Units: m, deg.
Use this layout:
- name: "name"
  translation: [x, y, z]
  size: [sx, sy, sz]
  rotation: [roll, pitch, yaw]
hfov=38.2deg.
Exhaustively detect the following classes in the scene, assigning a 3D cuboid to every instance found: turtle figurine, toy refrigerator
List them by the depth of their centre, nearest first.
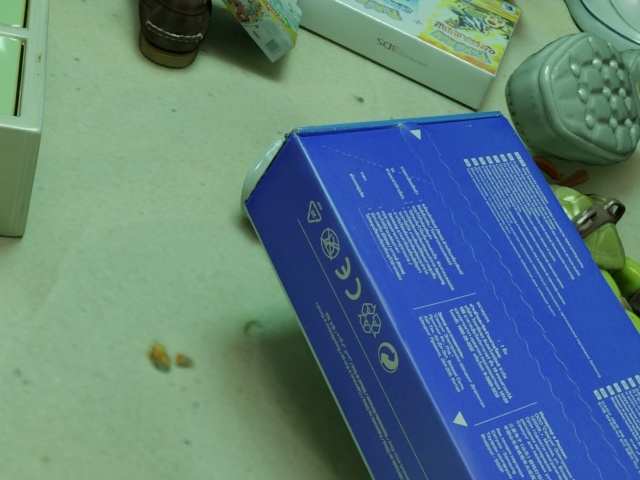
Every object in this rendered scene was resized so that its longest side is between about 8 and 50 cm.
- name: "toy refrigerator"
  translation: [-0.239, -0.131, 0.620]
  size: [0.102, 0.094, 0.269]
  rotation: [8, 41, -20]
- name: "turtle figurine"
  translation: [0.199, 0.008, 0.685]
  size: [0.270, 0.087, 0.217]
  rotation: [-13, 56, -50]

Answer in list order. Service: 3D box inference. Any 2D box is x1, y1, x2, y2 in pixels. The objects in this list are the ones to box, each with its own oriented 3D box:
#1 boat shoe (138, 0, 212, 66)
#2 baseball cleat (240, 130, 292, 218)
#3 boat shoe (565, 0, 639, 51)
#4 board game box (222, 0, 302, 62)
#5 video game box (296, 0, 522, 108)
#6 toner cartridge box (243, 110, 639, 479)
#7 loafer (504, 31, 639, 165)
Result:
- name: "boat shoe"
  translation: [-0.127, -0.237, 0.819]
  size: [0.073, 0.073, 0.207]
  rotation: [4, 41, -19]
- name: "baseball cleat"
  translation: [0.000, 0.000, 0.626]
  size: [0.110, 0.072, 0.205]
  rotation: [-2, 43, 1]
- name: "boat shoe"
  translation: [0.368, -0.313, 1.150]
  size: [0.096, 0.088, 0.267]
  rotation: [10, 40, -18]
- name: "board game box"
  translation: [-0.076, -0.238, 0.808]
  size: [0.154, 0.026, 0.103]
  rotation: [49, 21, -23]
- name: "video game box"
  translation: [0.095, -0.232, 0.950]
  size: [0.205, 0.048, 0.187]
  rotation: [26, 41, 3]
- name: "toner cartridge box"
  translation: [0.105, 0.092, 0.492]
  size: [0.165, 0.075, 0.347]
  rotation: [-9, 62, -36]
- name: "loafer"
  translation: [0.216, -0.113, 0.794]
  size: [0.319, 0.112, 0.112]
  rotation: [-13, 90, -59]
